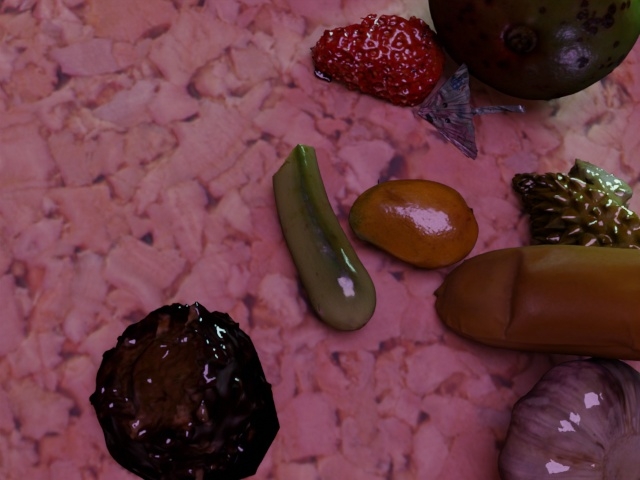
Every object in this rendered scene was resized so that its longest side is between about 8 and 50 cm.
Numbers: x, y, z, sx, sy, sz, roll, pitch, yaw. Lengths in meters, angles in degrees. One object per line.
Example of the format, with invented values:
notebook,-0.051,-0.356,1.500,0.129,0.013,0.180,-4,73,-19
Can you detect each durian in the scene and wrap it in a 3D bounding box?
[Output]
durian,0.369,0.004,1.232,0.306,0.172,0.166,40,44,15

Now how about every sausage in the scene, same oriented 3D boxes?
sausage,0.290,0.072,1.131,0.116,0.354,0.134,18,79,-41

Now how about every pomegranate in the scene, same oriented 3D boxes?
pomegranate,0.312,-0.349,1.288,0.291,0.291,0.323,44,60,8

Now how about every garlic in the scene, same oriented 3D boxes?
garlic,0.313,0.251,1.127,0.245,0.160,0.245,-1,92,-26

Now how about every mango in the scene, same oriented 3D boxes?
mango,0.124,-0.027,1.233,0.165,0.089,0.115,26,77,5

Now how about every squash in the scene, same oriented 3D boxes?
squash,0.000,0.000,1.208,0.083,0.083,0.250,-17,70,-15

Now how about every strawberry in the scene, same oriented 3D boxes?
strawberry,0.084,-0.254,1.312,0.188,0.082,0.121,4,72,-11

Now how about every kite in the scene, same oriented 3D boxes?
kite,0.203,-0.175,1.294,0.156,0.139,0.011,1,27,31

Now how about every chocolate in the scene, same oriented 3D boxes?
chocolate,-0.155,0.162,1.068,0.206,0.177,0.224,-16,72,-15
